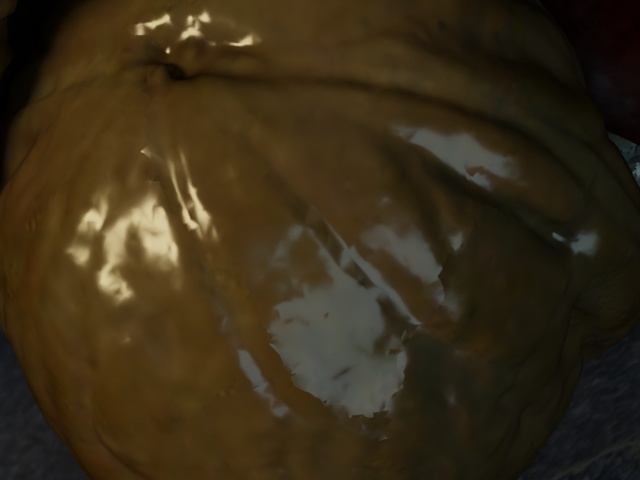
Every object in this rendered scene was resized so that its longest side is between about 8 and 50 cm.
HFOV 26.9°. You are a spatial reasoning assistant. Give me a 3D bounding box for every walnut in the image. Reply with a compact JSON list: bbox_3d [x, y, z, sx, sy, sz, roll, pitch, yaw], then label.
[{"bbox_3d":[0.000,0.000,0.620,0.333,0.333,0.332,-16,128,-21],"label":"walnut"}]

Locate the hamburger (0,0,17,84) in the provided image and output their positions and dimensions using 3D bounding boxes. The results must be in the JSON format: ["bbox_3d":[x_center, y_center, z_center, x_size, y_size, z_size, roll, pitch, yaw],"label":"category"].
[{"bbox_3d":[-0.233,-0.026,0.552,0.282,0.155,0.245,-32,137,-17],"label":"hamburger"}]

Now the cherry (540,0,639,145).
[{"bbox_3d":[0.206,-0.166,0.678,0.239,0.206,0.239,-27,133,-35],"label":"cherry"}]

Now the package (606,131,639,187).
[{"bbox_3d":[0.245,-0.085,0.882,0.166,0.040,0.232,-14,129,-23],"label":"package"}]
